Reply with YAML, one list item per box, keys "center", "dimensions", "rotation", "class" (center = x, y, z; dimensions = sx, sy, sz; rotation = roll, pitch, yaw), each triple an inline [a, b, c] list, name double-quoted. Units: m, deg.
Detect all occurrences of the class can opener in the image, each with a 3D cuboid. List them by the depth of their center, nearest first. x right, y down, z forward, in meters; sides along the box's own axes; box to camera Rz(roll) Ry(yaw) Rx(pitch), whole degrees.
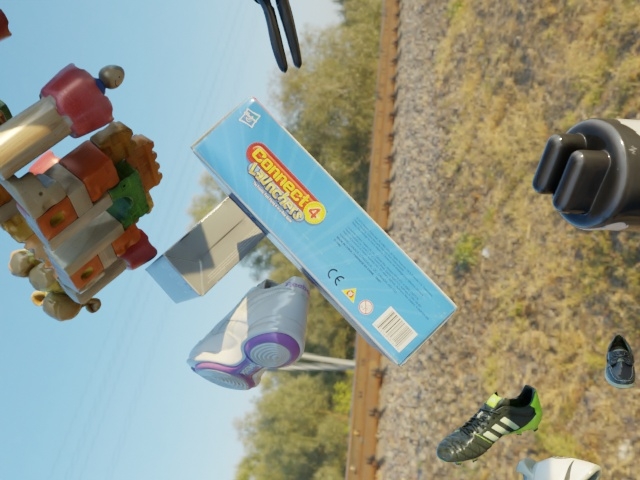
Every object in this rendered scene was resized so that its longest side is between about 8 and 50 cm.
- center: [-0.068, -0.355, 1.023]
  dimensions: [0.073, 0.059, 0.186]
  rotation: [-115, 3, -69]
  class: "can opener"

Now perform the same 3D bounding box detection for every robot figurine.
- center: [0.471, -0.102, 1.007]
  dimensions: [0.173, 0.278, 0.209]
  rotation: [133, 134, -64]
  class: "robot figurine"

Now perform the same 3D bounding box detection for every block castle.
- center: [-0.405, -0.127, 0.993]
  dimensions: [0.213, 0.303, 0.453]
  rotation: [-44, -18, -24]
  class: "block castle"

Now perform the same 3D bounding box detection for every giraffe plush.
- center: [-0.517, 0.085, 1.330]
  dimensions: [0.210, 0.181, 0.170]
  rotation: [-47, -19, -61]
  class: "giraffe plush"

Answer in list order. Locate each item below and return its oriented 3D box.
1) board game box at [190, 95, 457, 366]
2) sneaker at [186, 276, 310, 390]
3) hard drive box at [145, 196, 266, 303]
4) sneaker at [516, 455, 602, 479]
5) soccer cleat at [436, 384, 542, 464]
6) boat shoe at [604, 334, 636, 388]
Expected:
- center: [0.000, 0.000, 0.805]
  dimensions: [0.086, 0.308, 0.302]
  rotation: [-44, -2, -4]
  class: "board game box"
- center: [-0.111, 0.155, 1.088]
  dimensions: [0.305, 0.114, 0.152]
  rotation: [-30, 35, 44]
  class: "sneaker"
- center: [-0.187, 0.012, 1.112]
  dimensions: [0.181, 0.089, 0.232]
  rotation: [-44, 8, -22]
  class: "hard drive box"
- center: [0.390, 0.494, 0.983]
  dimensions: [0.146, 0.122, 0.330]
  rotation: [-22, 63, 41]
  class: "sneaker"
- center: [0.241, 0.262, 0.948]
  dimensions: [0.060, 0.179, 0.072]
  rotation: [26, 131, 64]
  class: "soccer cleat"
- center: [0.583, 0.235, 1.287]
  dimensions: [0.152, 0.056, 0.049]
  rotation: [-52, -44, -65]
  class: "boat shoe"
